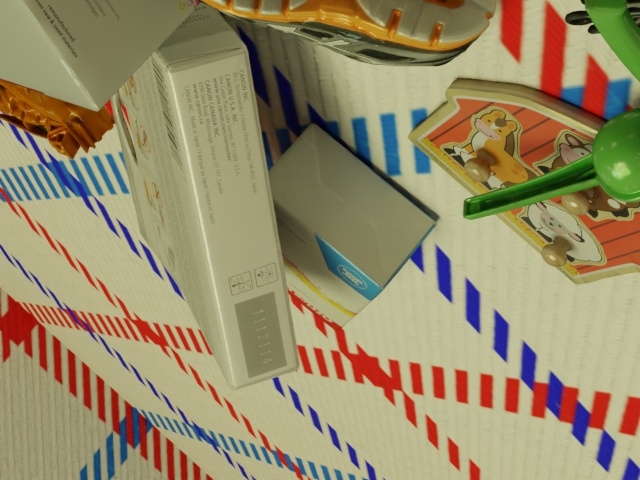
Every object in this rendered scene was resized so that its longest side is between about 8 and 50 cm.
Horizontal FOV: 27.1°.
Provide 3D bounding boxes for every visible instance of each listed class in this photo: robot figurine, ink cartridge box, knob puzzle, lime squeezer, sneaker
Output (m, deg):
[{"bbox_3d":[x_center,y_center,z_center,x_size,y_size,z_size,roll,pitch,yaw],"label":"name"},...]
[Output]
[{"bbox_3d":[-0.343,-0.194,1.327,0.291,0.085,0.211,26,157,31],"label":"robot figurine"},{"bbox_3d":[0.000,0.000,1.162,0.134,0.078,0.231,39,161,1],"label":"ink cartridge box"},{"bbox_3d":[-0.151,-0.195,0.846,0.128,0.176,0.127,19,150,42],"label":"ink cartridge box"},{"bbox_3d":[0.153,-0.034,0.886,0.213,0.030,0.213,34,160,14],"label":"knob puzzle"},{"bbox_3d":[0.160,-0.054,0.732,0.310,0.110,0.058,107,150,-74],"label":"lime squeezer"},{"bbox_3d":[-0.004,-0.150,0.791,0.215,0.084,0.083,21,169,6],"label":"sneaker"},{"bbox_3d":[-0.108,-0.069,1.077,0.261,0.066,0.296,-127,23,-52],"label":"ink cartridge box"}]

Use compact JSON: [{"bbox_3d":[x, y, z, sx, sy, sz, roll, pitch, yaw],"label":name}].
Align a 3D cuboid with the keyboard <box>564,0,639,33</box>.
[{"bbox_3d":[0.153,-0.163,0.596,0.201,0.033,0.317,48,159,-27],"label":"keyboard"}]
